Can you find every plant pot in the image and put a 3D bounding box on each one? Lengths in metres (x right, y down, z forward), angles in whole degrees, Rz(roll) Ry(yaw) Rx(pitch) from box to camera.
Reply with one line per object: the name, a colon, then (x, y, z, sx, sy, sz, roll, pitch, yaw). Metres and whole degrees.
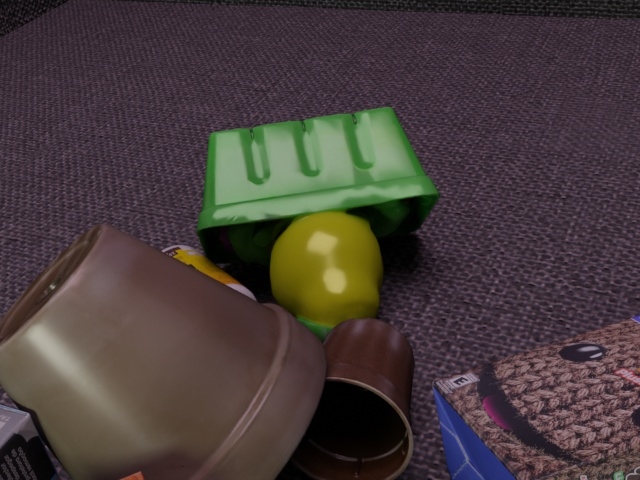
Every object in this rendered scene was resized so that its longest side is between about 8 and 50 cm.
plant pot: (-0.204, 0.144, 0.923, 0.323, 0.280, 0.323, -39, 21, 18)
plant pot: (0.045, 0.192, 1.031, 0.167, 0.167, 0.165, 2, 27, 15)

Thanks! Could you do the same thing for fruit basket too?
fruit basket: (0.000, 0.000, 1.276, 0.392, 0.283, 0.392, 1, 76, -3)

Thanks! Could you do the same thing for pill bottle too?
pill bottle: (-0.173, 0.097, 1.239, 0.117, 0.117, 0.215, -29, 39, -27)

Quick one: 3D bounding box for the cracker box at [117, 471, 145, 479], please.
cracker box: (-0.209, 0.344, 0.783, 0.156, 0.232, 0.067, -20, 37, -16)

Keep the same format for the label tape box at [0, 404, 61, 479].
label tape box: (-0.380, 0.361, 0.780, 0.115, 0.249, 0.347, 6, 37, 21)

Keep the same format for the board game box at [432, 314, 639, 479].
board game box: (0.305, 0.216, 0.889, 0.291, 0.141, 0.232, -16, 18, -11)
